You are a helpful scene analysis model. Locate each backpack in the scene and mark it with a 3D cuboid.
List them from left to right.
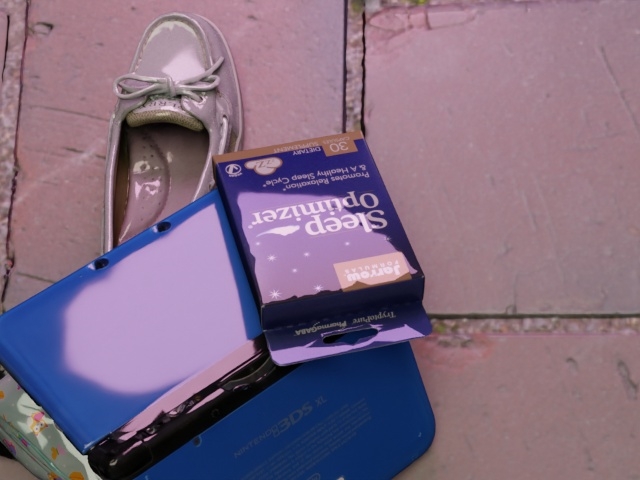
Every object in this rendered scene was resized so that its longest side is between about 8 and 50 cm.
[{"bbox_3d":[-0.211,0.153,1.256,0.182,0.115,0.152,42,77,12],"label":"backpack"}]

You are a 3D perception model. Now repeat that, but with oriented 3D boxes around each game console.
[{"bbox_3d":[-0.084,0.124,1.223,0.293,0.250,0.173,-32,27,-27],"label":"game console"}]

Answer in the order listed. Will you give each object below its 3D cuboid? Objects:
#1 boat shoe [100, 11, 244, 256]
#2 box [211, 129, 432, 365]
[{"bbox_3d":[-0.142,-0.069,1.327,0.118,0.103,0.320,7,73,7],"label":"boat shoe"},{"bbox_3d":[0.000,0.000,1.208,0.137,0.036,0.225,-10,47,-11],"label":"box"}]
